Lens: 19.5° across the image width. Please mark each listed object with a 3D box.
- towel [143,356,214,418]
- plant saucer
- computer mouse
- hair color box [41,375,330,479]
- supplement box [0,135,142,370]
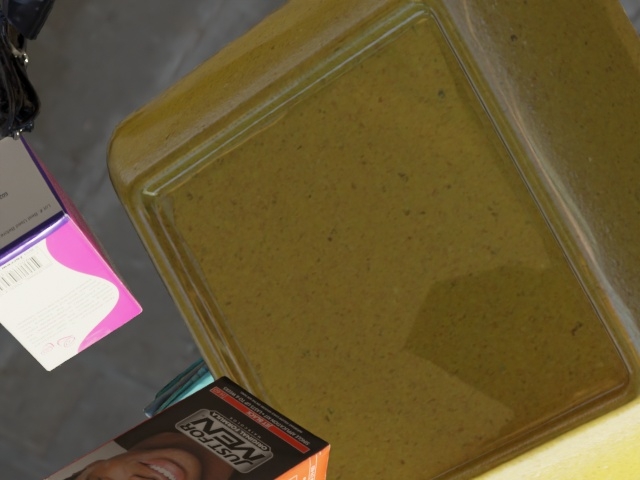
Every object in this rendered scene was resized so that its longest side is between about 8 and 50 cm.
[{"bbox_3d":[0.079,0.182,1.308,0.370,0.040,0.271,48,116,0],"label":"towel"},{"bbox_3d":[0.044,0.015,0.992,0.333,0.081,0.333,-32,83,33],"label":"plant saucer"},{"bbox_3d":[-0.194,-0.216,1.270,0.060,0.184,0.262,-2,127,-14],"label":"computer mouse"},{"bbox_3d":[-0.068,0.121,0.846,0.072,0.141,0.043,29,129,30],"label":"hair color box"},{"bbox_3d":[-0.265,0.014,1.720,0.114,0.111,0.220,56,176,29],"label":"supplement box"}]
